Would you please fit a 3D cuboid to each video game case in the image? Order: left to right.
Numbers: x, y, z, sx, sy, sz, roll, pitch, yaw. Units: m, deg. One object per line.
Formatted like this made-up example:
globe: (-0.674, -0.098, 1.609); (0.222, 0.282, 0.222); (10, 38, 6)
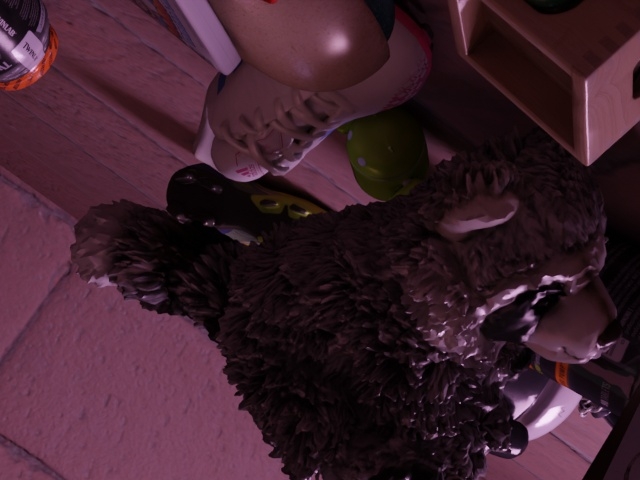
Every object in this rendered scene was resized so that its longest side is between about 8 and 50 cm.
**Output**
video game case: (-0.119, -0.170, 0.952); (0.143, 0.019, 0.157); (39, 175, 19)

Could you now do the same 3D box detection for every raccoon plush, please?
raccoon plush: (0.000, 0.000, 1.159); (0.446, 0.216, 0.299); (18, 130, 12)

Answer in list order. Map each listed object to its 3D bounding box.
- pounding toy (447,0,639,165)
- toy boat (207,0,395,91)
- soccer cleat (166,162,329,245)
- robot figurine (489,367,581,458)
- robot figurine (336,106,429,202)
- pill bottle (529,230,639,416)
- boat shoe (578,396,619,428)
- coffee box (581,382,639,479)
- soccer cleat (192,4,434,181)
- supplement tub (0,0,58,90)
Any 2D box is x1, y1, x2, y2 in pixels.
pounding toy: (0.147, -0.128, 0.879); (0.130, 0.100, 0.141); (45, 171, 23)
toy boat: (-0.026, -0.203, 0.946); (0.267, 0.148, 0.318); (43, 174, -18)
soccer cleat: (-0.048, -0.022, 1.908); (0.289, 0.093, 0.121); (24, -164, 24)
robot figurine: (0.126, 0.085, 1.515); (0.278, 0.209, 0.173); (26, 167, -30)
robot figurine: (0.057, -0.074, 1.373); (0.101, 0.067, 0.115); (63, 178, 19)
pill bottle: (0.185, 0.039, 1.332); (0.245, 0.130, 0.130); (29, 168, 26)
boat shoe: (0.303, 0.164, 1.693); (0.206, 0.065, 0.075); (38, 168, -22)
coffee box: (0.296, 0.160, 1.232); (0.098, 0.246, 0.141); (24, 165, 38)
soccer cleat: (-0.014, -0.106, 1.246); (0.116, 0.143, 0.331); (36, 168, -12)
supplement tub: (-0.365, -0.246, 1.709); (0.117, 0.117, 0.190); (25, 166, 36)
